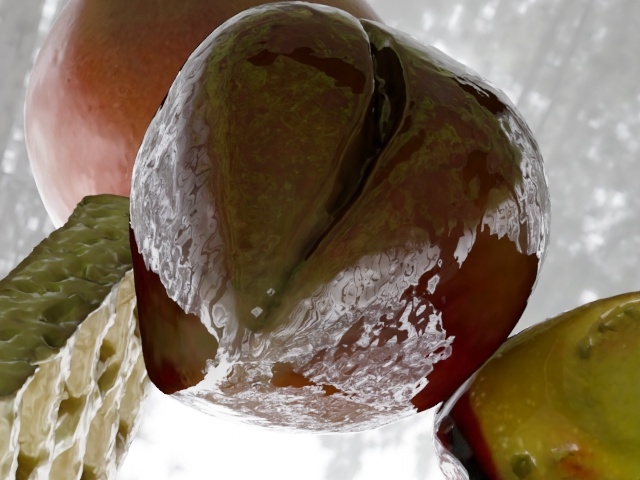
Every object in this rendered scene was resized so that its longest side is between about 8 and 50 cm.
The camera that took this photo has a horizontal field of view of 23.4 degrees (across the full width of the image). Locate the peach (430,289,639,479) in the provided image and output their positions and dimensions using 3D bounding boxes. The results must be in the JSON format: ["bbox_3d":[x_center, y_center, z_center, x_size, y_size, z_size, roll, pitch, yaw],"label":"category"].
[{"bbox_3d":[0.193,0.110,0.743,0.267,0.154,0.158,4,-121,34],"label":"peach"}]

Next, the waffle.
[{"bbox_3d":[-0.140,0.089,0.759,0.057,0.168,0.274,16,-157,6],"label":"waffle"}]

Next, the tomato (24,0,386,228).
[{"bbox_3d":[-0.077,-0.098,1.215,0.322,0.321,0.321,16,-148,-11],"label":"tomato"}]

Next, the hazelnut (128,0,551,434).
[{"bbox_3d":[0.000,0.000,0.677,0.208,0.208,0.208,16,-148,-11],"label":"hazelnut"}]
